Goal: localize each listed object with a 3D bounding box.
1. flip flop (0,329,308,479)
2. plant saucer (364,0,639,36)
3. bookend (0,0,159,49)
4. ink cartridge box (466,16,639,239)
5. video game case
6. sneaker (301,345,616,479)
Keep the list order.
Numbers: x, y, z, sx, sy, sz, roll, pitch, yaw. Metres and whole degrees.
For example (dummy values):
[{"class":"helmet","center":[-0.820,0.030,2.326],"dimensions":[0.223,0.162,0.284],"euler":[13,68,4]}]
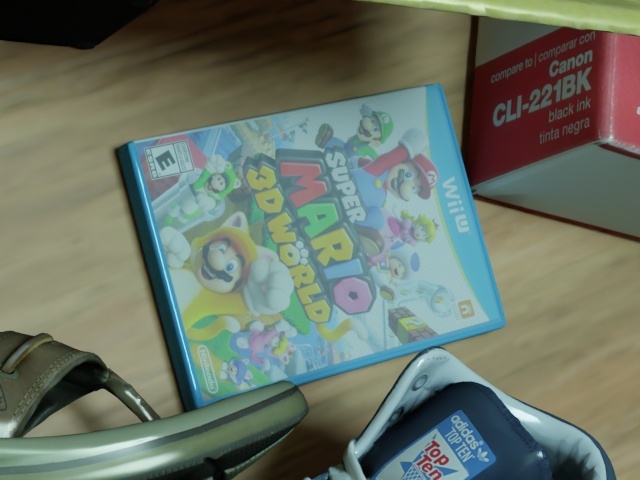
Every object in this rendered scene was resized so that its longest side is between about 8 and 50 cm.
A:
[{"class":"flip flop","center":[-0.130,0.075,0.688],"dimensions":[0.277,0.112,0.080],"euler":[-6,68,-25]},{"class":"plant saucer","center":[-0.017,-0.245,0.700],"dimensions":[0.333,0.081,0.333],"euler":[4,82,-22]},{"class":"bookend","center":[-0.151,-0.166,0.734],"dimensions":[0.157,0.072,0.156],"euler":[4,77,-30]},{"class":"ink cartridge box","center":[0.190,-0.142,0.901],"dimensions":[0.197,0.114,0.273],"euler":[13,72,-27]},{"class":"video game case","center":[0.000,0.000,0.820],"dimensions":[0.166,0.015,0.119],"euler":[-13,86,-32]},{"class":"sneaker","center":[-0.009,0.127,0.697],"dimensions":[0.282,0.153,0.099],"euler":[-2,38,-35]}]
